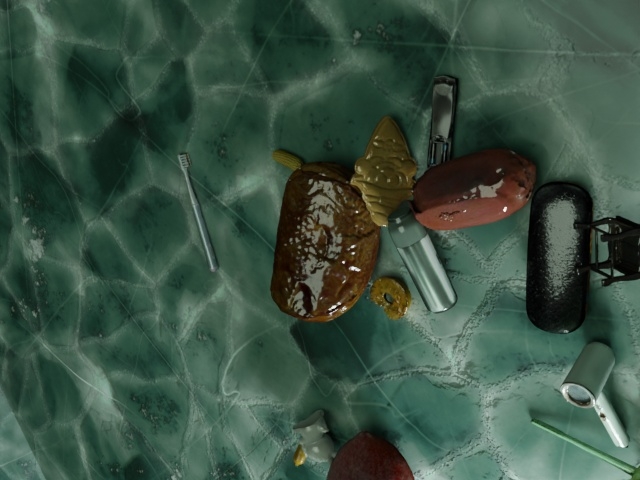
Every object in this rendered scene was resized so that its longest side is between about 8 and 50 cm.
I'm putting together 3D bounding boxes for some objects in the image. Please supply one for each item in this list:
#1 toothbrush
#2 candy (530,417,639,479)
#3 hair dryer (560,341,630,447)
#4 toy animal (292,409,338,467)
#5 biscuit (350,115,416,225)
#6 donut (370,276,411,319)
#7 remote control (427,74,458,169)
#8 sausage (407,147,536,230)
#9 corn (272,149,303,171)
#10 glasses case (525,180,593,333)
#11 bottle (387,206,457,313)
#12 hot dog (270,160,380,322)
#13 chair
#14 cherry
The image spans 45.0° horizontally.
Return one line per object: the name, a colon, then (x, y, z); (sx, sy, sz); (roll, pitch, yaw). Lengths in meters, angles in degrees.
toothbrush: (-0.341, -0.078, 2.157); (0.030, 0.025, 0.342); (-7, 100, 33)
candy: (0.608, 0.467, 1.673); (0.335, 0.093, 0.092); (24, 75, 36)
hair dryer: (0.599, 0.339, 1.615); (0.073, 0.131, 0.236); (-12, 118, 52)
toy animal: (0.001, 0.567, 2.082); (0.127, 0.131, 0.182); (-1, 116, 57)
biscuit: (0.147, -0.155, 1.746); (0.035, 0.162, 0.250); (-146, 55, -76)
donut: (0.175, 0.133, 1.864); (0.108, 0.043, 0.097); (49, 126, 13)
remote control: (0.265, -0.252, 1.684); (0.059, 0.028, 0.212); (13, 112, 32)
sausage: (0.315, -0.106, 1.625); (0.279, 0.152, 0.152); (-14, 97, 35)
corn: (-0.081, -0.200, 1.931); (0.092, 0.037, 0.037); (27, 119, 24)
glasses case: (0.491, 0.037, 1.591); (0.122, 0.082, 0.321); (6, 107, 27)
bottle: (0.227, 0.044, 1.750); (0.079, 0.096, 0.254); (-30, 107, -4)
hot dog: (0.000, 0.000, 1.865); (0.266, 0.174, 0.388); (16, 102, 28)
chair: (0.619, 0.011, 1.489); (0.229, 0.113, 0.106); (-9, 107, -10)
cherry: (0.127, 0.613, 1.966); (0.239, 0.206, 0.239); (-9, 63, 18)
